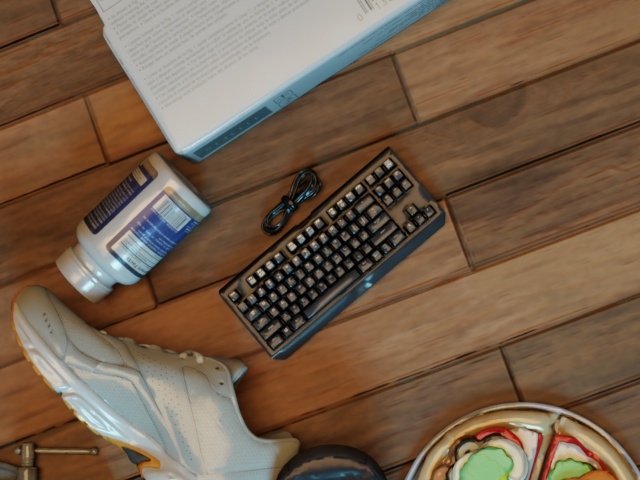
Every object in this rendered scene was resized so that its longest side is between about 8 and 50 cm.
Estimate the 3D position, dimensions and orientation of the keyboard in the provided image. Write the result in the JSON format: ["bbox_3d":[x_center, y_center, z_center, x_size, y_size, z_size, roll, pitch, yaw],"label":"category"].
[{"bbox_3d":[0.000,0.000,1.357,0.180,0.023,0.108,-40,80,3],"label":"keyboard"}]

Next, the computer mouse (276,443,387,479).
[{"bbox_3d":[-0.017,0.289,1.315,0.184,0.060,0.262,-12,94,4],"label":"computer mouse"}]

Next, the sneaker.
[{"bbox_3d":[-0.126,0.115,1.338,0.262,0.099,0.121,44,85,3],"label":"sneaker"}]

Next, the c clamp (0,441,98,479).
[{"bbox_3d":[-0.257,0.239,1.374,0.137,0.022,0.161,6,85,10],"label":"c clamp"}]

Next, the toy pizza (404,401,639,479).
[{"bbox_3d":[0.155,0.224,1.303,0.201,0.032,0.201,-1,84,9],"label":"toy pizza"}]

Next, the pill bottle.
[{"bbox_3d":[-0.151,-0.008,1.359,0.120,0.067,0.067,-43,80,3],"label":"pill bottle"}]

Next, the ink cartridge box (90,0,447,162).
[{"bbox_3d":[-0.056,-0.235,1.370,0.275,0.060,0.239,-33,79,5],"label":"ink cartridge box"}]
